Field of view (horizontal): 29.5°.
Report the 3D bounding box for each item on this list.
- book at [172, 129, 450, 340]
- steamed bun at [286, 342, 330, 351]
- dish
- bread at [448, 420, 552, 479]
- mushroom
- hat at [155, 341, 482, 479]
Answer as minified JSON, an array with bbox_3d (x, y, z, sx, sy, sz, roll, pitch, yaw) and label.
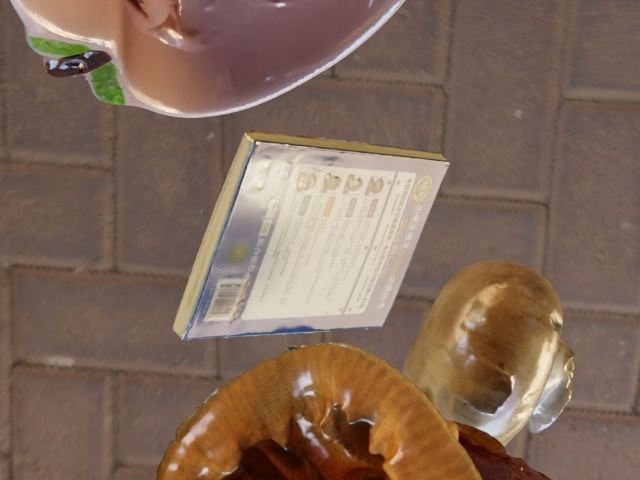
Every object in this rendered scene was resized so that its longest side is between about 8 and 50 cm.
[{"bbox_3d":[0.000,0.000,1.732,0.039,0.428,0.300,34,110,37],"label":"book"},{"bbox_3d":[-0.045,0.265,1.864,0.144,0.218,0.211,-1,80,-24],"label":"steamed bun"},{"bbox_3d":[-0.059,-0.158,0.603,0.213,0.213,0.090,-21,64,5],"label":"dish"},{"bbox_3d":[0.117,0.263,1.130,0.232,0.247,0.135,4,114,-10],"label":"bread"},{"bbox_3d":[0.189,0.143,1.370,0.184,0.255,0.255,35,101,-9],"label":"mushroom"},{"bbox_3d":[0.036,0.218,0.924,0.244,0.233,0.233,-15,67,16],"label":"hat"}]
